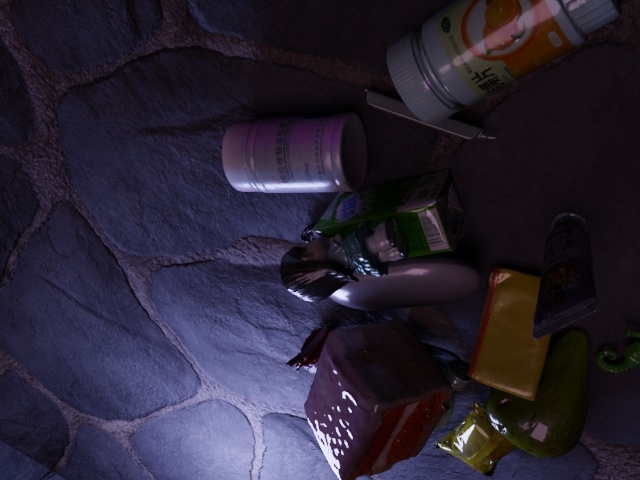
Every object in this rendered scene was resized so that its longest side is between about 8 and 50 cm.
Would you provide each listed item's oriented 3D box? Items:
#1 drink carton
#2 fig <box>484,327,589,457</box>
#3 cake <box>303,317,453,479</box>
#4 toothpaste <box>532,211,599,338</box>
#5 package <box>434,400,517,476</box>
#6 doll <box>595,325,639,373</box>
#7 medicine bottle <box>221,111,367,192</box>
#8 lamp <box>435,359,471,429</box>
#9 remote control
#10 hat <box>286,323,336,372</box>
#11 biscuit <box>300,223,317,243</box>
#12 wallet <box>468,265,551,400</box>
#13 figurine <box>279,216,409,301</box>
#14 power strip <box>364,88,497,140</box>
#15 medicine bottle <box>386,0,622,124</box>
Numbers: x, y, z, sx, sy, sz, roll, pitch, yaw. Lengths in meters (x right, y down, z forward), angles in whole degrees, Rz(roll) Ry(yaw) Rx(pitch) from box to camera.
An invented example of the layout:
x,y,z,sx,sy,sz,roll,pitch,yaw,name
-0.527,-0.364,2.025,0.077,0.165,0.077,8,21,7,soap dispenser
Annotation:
x,y,z,sx,sy,sz,roll,pitch,yaw,name
0.138,-0.043,1.147,0.271,0.161,0.108,-11,115,28,drink carton
0.480,0.307,1.221,0.206,0.206,0.275,31,106,4,fig
0.118,0.354,1.311,0.230,0.237,0.308,59,143,41,cake
0.412,0.049,0.984,0.073,0.299,0.114,47,127,-8,toothpaste
0.392,0.478,1.411,0.168,0.090,0.226,28,131,2,package
0.628,0.211,1.151,0.115,0.050,0.190,31,131,-1,doll
-0.050,-0.169,1.155,0.254,0.152,0.152,1,121,24,medicine bottle
0.282,0.366,1.386,0.106,0.106,0.193,30,121,5,lamp
0.162,0.086,1.212,0.332,0.103,0.221,-8,161,30,remote control
0.042,0.317,1.460,0.227,0.140,0.129,44,150,-23,hat
0.000,0.000,1.322,0.089,0.027,0.087,-14,113,31,biscuit
0.386,0.179,1.169,0.141,0.067,0.241,14,88,21,wallet
0.041,0.043,1.079,0.246,0.110,0.138,-20,135,27,figurine
0.195,-0.222,1.064,0.253,0.060,0.027,22,100,12,power strip
0.273,-0.319,0.901,0.318,0.158,0.158,-27,107,35,medicine bottle
